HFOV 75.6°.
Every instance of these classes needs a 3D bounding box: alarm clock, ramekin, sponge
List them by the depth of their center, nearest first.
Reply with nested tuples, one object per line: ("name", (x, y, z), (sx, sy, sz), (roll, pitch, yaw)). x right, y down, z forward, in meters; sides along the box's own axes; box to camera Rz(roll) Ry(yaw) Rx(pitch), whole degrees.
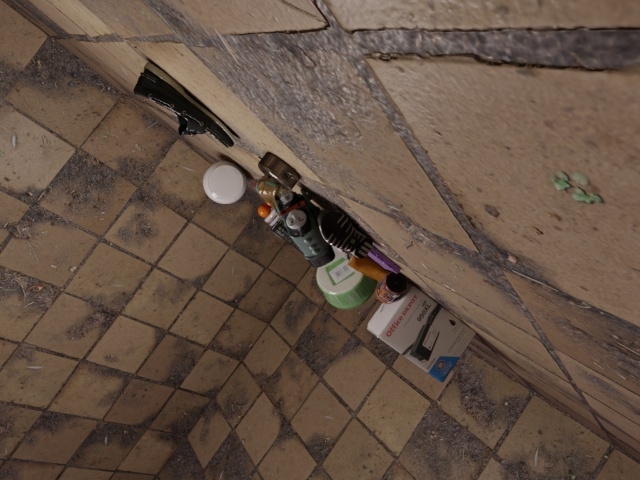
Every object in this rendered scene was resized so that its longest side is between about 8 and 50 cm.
("alarm clock", (-0.120, -0.203, 1.244), (0.129, 0.064, 0.192), (39, 173, -32))
("sponge", (0.213, 0.054, 1.622), (0.210, 0.031, 0.117), (38, 176, -18))
("ramekin", (0.126, 0.185, 2.120), (0.303, 0.303, 0.148), (33, 168, 39))

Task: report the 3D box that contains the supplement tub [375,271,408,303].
("supplement tub", (0.304, 0.215, 1.806), (0.106, 0.106, 0.198), (36, 155, 9))

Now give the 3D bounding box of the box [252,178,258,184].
("box", (-0.247, -0.236, 2.185), (0.225, 0.036, 0.136), (40, 175, -31))

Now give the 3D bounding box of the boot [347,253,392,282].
("boot", (0.238, 0.118, 1.862), (0.211, 0.104, 0.295), (27, 173, 12))

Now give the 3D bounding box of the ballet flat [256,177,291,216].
("ballet flat", (-0.142, -0.163, 1.764), (0.124, 0.116, 0.342), (11, 161, 27))

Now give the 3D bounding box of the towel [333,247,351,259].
("towel", (0.000, 0.000, 1.886), (0.317, 0.053, 0.332), (25, 176, 8))

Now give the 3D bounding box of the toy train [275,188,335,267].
("toy train", (-0.048, -0.040, 1.467), (0.334, 0.142, 0.190), (58, -173, -58))

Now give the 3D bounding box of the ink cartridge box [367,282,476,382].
("ink cartridge box", (0.461, 0.414, 1.905), (0.395, 0.285, 0.166), (36, 175, -11))

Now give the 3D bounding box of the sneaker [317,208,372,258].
("sneaker", (0.049, -0.039, 1.421), (0.281, 0.106, 0.162), (39, 179, -44))

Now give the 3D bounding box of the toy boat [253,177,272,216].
("toy boat", (-0.233, -0.174, 1.935), (0.231, 0.151, 0.151), (39, 176, -32))

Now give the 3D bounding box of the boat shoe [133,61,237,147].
("boat shoe", (-0.410, -0.377, 1.262), (0.340, 0.113, 0.127), (39, 175, -41))

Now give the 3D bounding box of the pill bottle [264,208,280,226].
("pill bottle", (-0.179, -0.098, 2.397), (0.265, 0.153, 0.153), (37, 176, -13))

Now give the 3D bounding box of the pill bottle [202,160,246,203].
("pill bottle", (-0.523, -0.314, 2.250), (0.229, 0.229, 0.408), (37, 176, -17))

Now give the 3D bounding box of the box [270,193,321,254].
("box", (-0.069, -0.058, 1.638), (0.191, 0.184, 0.045), (37, 176, -26))
